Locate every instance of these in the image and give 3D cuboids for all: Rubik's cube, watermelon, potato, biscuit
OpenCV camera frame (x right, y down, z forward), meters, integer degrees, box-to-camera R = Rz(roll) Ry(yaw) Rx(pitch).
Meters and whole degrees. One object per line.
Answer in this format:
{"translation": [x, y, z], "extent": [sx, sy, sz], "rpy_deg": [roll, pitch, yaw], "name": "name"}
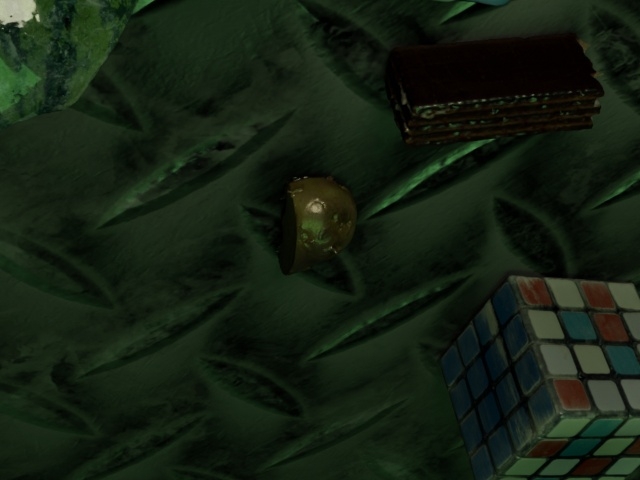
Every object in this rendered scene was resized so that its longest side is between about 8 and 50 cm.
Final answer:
{"translation": [0.371, 0.227, 1.925], "extent": [0.253, 0.259, 0.256], "rpy_deg": [6, 139, -24], "name": "Rubik's cube"}
{"translation": [-0.306, -0.209, 1.149], "extent": [0.256, 0.260, 0.176], "rpy_deg": [17, 150, -14], "name": "watermelon"}
{"translation": [0.000, 0.000, 1.618], "extent": [0.101, 0.089, 0.172], "rpy_deg": [-7, 142, -16], "name": "potato"}
{"translation": [0.204, -0.178, 1.440], "extent": [0.252, 0.106, 0.070], "rpy_deg": [-8, 142, -13], "name": "biscuit"}

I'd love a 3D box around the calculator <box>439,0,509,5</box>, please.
{"translation": [0.118, -0.319, 1.264], "extent": [0.293, 0.051, 0.173], "rpy_deg": [3, 139, -25], "name": "calculator"}
